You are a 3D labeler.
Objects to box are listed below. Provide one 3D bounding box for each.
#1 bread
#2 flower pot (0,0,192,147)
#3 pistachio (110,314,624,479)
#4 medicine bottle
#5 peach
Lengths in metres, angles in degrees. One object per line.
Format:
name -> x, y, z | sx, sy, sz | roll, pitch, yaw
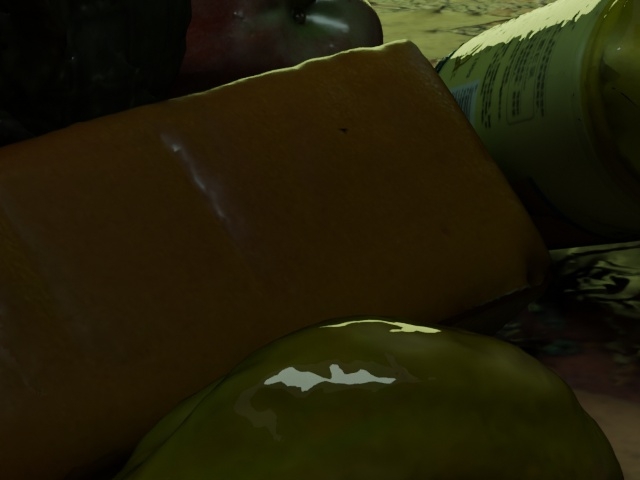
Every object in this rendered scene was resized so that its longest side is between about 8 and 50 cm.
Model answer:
bread -> -0.064, 0.022, 0.693 | 0.361, 0.077, 0.138 | -20, 66, -40
flower pot -> -0.208, -0.095, 0.909 | 0.301, 0.213, 0.302 | -3, 19, 1
pistachio -> 0.007, 0.073, 0.579 | 0.189, 0.110, 0.100 | -6, 52, -11
medicine bottle -> 0.135, -0.056, 0.800 | 0.124, 0.124, 0.239 | -9, 2, -18
peach -> -0.046, -0.130, 1.106 | 0.152, 0.152, 0.152 | -2, 20, 1
